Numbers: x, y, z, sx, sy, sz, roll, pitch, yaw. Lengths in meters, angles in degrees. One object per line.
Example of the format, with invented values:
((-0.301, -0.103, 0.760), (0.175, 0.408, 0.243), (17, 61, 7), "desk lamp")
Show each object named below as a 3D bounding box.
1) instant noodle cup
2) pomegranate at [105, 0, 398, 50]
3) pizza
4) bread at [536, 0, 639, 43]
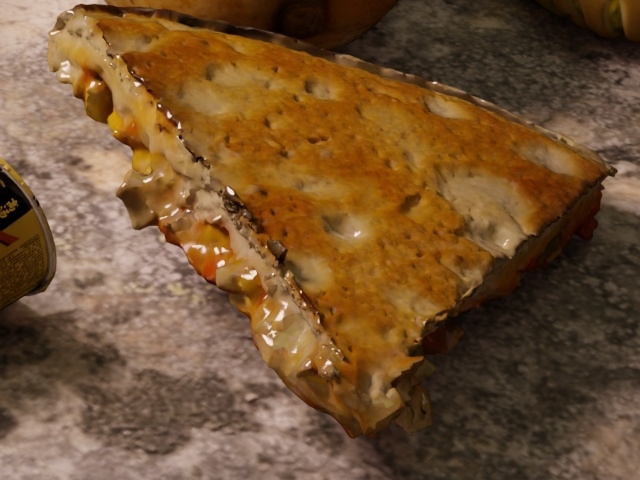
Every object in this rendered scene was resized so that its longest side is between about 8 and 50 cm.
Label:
((-0.269, 0.008, 1.261), (0.151, 0.151, 0.122), (30, 54, 26), "instant noodle cup")
((-0.052, -0.273, 1.559), (0.307, 0.307, 0.307), (5, 38, -4), "pomegranate")
((0.000, 0.000, 1.325), (0.440, 0.130, 0.406), (15, 37, -8), "pizza")
((0.283, -0.245, 1.707), (0.213, 0.104, 0.213), (8, 38, -6), "bread")
